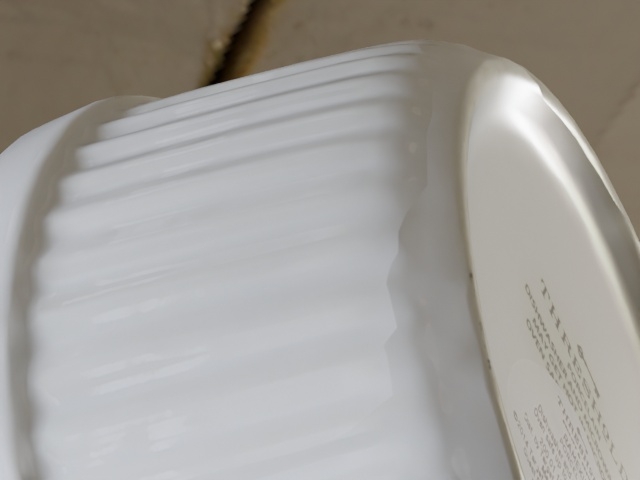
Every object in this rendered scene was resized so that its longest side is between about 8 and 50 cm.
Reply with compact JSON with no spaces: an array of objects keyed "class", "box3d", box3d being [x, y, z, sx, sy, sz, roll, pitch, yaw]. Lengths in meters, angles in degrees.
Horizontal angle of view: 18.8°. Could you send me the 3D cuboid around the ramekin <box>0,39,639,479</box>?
[{"class":"ramekin","box3d":[0.018,0.053,0.437,0.109,0.207,0.207,-18,-33,21]}]
